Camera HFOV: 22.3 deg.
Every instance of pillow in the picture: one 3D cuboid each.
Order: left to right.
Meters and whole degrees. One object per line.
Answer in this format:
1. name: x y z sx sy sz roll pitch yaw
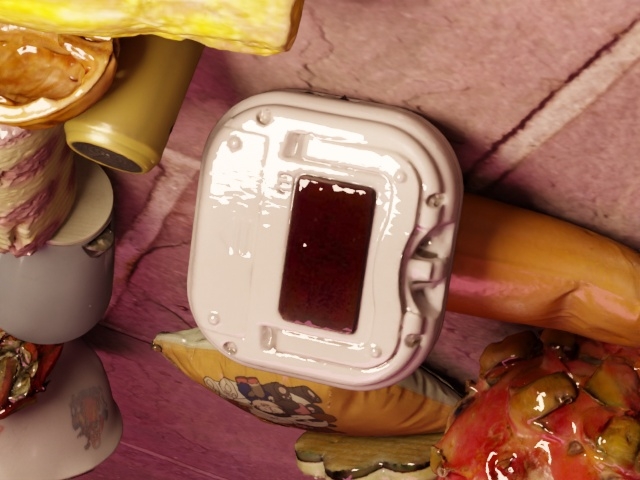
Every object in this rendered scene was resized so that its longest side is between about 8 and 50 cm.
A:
1. pillow: -0.003 0.175 2.025 0.310 0.119 0.312 -2 161 38

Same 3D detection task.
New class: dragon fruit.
1. dragon fruit: -0.430 0.112 2.023 0.244 0.244 0.299 38 -172 -41
2. dragon fruit: 0.267 0.207 1.760 0.296 0.314 0.262 2 124 -4

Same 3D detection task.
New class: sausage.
1. sausage: 0.184 0.026 1.545 0.354 0.116 0.134 15 151 1

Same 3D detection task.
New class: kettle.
1. kettle: -0.319 -0.020 1.822 0.210 0.160 0.243 44 153 10

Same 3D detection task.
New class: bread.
1. bread: -0.326 -0.115 1.544 0.187 0.155 0.338 27 160 3
2. bread: 0.080 0.267 2.112 0.287 0.207 0.056 2 117 42

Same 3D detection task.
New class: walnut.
1. walnut: -0.249 -0.170 1.344 0.211 0.167 0.087 23 170 16

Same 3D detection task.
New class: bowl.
1. bowl: -0.429 0.177 2.251 0.346 0.345 0.157 17 114 3

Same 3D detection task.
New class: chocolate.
1. chocolate: -0.229 -0.220 1.213 0.445 0.162 0.162 15 158 2

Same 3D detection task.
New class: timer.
1. timer: 0.000 0.000 1.454 0.237 0.262 0.087 12 -165 15

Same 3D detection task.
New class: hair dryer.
1. hair dryer: -0.176 -0.117 1.479 0.090 0.135 0.279 20 168 -8
